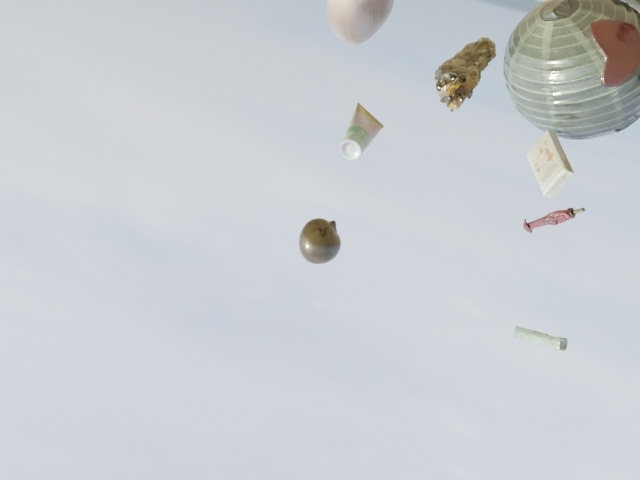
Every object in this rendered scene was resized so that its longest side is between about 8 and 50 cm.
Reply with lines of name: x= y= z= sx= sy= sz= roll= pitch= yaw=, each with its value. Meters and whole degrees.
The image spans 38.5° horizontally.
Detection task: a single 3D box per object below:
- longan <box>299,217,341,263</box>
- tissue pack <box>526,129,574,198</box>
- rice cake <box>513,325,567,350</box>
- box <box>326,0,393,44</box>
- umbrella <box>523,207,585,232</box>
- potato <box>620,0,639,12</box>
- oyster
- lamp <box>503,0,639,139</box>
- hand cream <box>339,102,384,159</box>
longan: x=0.000 y=0.000 z=2.114 sx=0.113 sy=0.113 sz=0.092 roll=3 pitch=-170 yaw=-34
tissue pack: x=0.348 y=-0.116 z=1.386 sx=0.023 sy=0.056 sz=0.108 roll=21 pitch=-143 yaw=-22
rice cake: x=0.370 y=0.165 z=1.545 sx=0.022 sy=0.022 sz=0.121 roll=13 pitch=179 yaw=-29
box: x=0.078 y=-0.461 z=1.761 sx=0.088 sy=0.146 sz=0.200 roll=42 pitch=172 yaw=16
umbrella: x=0.436 y=-0.040 z=1.723 sx=0.027 sy=0.025 sz=0.165 roll=24 pitch=159 yaw=-20
potato: x=0.562 y=-0.450 z=1.526 sx=0.197 sy=0.148 sz=0.228 roll=-7 pitch=-137 yaw=-17
oyster: x=0.294 y=-0.348 z=1.883 sx=0.078 sy=0.129 sz=0.345 roll=55 pitch=-152 yaw=-16
lamp: x=0.406 y=-0.276 z=1.429 sx=0.233 sy=0.233 sz=0.265 roll=7 pitch=-147 yaw=-23
hand cream: x=0.082 y=-0.223 z=1.870 sx=0.076 sy=0.047 sz=0.174 roll=42 pitch=-146 yaw=-9
